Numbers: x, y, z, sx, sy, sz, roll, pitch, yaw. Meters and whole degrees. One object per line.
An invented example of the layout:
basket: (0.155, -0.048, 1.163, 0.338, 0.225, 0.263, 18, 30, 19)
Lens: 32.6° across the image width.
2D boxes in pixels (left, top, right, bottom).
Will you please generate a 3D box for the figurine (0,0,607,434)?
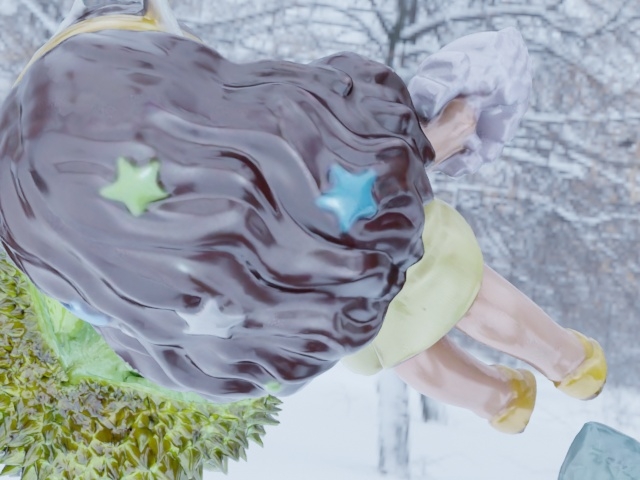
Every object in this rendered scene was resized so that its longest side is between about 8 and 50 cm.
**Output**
figurine: (-0.001, 0.000, 0.390, 0.240, 0.116, 0.175, 23, -49, -34)

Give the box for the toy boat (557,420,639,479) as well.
toy boat: (0.087, 0.209, 0.365, 0.206, 0.282, 0.096, 20, -1, 20)

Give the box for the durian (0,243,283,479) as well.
durian: (-0.147, 0.090, 0.771, 0.237, 0.200, 0.176, 17, -39, -35)
